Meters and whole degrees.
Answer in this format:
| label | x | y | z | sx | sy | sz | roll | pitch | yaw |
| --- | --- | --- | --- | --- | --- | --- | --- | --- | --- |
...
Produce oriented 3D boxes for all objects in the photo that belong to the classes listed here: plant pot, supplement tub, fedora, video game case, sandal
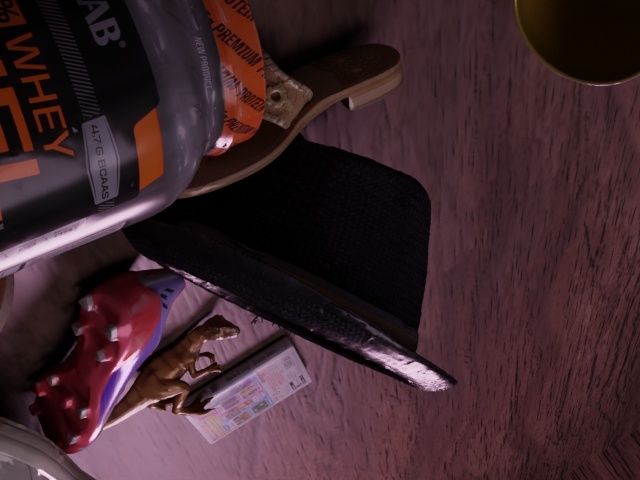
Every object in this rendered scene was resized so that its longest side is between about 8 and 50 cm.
| label | x | y | z | sx | sy | sz | roll | pitch | yaw |
| --- | --- | --- | --- | --- | --- | --- | --- | --- | --- |
| plant pot | 0.240 | -0.209 | 1.355 | 0.095 | 0.134 | 0.134 | -47 | 175 | -48 |
| supplement tub | -0.202 | -0.072 | 0.904 | 0.316 | 0.193 | 0.193 | -25 | 157 | -23 |
| fedora | 0.000 | 0.000 | 1.338 | 0.152 | 0.334 | 0.334 | -64 | 158 | -4 |
| video game case | -0.083 | 0.172 | 1.852 | 0.143 | 0.019 | 0.157 | -31 | 160 | -4 |
| sandal | -0.039 | -0.119 | 1.234 | 0.240 | 0.088 | 0.079 | -29 | 128 | -30 |

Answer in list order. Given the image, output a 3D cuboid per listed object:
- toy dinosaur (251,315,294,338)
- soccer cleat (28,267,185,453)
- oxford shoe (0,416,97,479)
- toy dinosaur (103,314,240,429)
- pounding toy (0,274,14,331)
| label | x | y | z | sx | sy | sz | roll | pitch | yaw |
| --- | --- | --- | --- | --- | --- | --- | --- | --- | --- |
| toy dinosaur | -0.032 | 0.068 | 1.671 | 0.090 | 0.047 | 0.082 | -55 | 170 | 23 |
| soccer cleat | -0.194 | 0.113 | 1.486 | 0.095 | 0.083 | 0.248 | -22 | 154 | -38 |
| oxford shoe | -0.276 | 0.271 | 1.559 | 0.449 | 0.169 | 0.130 | 58 | 48 | -64 |
| toy dinosaur | -0.169 | 0.149 | 1.643 | 0.211 | 0.064 | 0.112 | -42 | 141 | -2 |
| pounding toy | -0.278 | 0.026 | 1.062 | 0.269 | 0.154 | 0.155 | -34 | 159 | 3 |
